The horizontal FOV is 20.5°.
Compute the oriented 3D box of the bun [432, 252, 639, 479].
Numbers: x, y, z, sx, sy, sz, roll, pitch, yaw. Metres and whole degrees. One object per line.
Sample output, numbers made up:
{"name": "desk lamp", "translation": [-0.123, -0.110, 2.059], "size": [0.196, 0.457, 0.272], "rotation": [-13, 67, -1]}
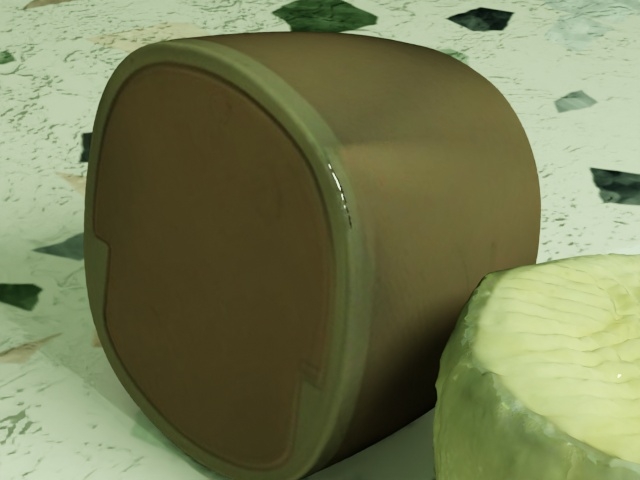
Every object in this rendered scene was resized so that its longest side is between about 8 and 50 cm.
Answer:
{"name": "bun", "translation": [0.229, 0.149, 1.042], "size": [0.364, 0.202, 0.364], "rotation": [6, 21, -2]}

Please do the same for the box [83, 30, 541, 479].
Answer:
{"name": "box", "translation": [0.000, 0.000, 1.212], "size": [0.216, 0.301, 0.301], "rotation": [-13, 33, -41]}
